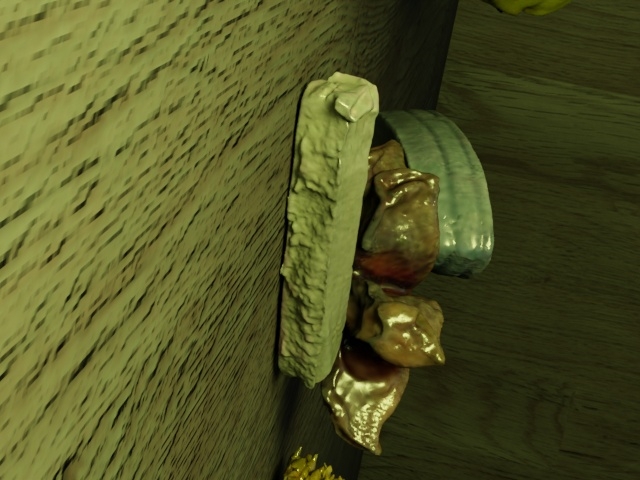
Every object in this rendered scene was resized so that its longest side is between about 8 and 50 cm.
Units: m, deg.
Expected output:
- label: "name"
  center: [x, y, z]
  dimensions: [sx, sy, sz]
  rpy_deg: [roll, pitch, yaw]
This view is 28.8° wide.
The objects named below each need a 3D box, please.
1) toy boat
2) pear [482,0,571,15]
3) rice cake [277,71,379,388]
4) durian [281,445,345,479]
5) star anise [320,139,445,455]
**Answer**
- label: "toy boat"
  center: [0.097, -0.042, 1.151]
  dimensions: [0.283, 0.078, 0.127]
  rpy_deg: [-111, -150, -67]
- label: "pear"
  center: [0.188, -0.341, 1.135]
  dimensions: [0.212, 0.212, 0.269]
  rpy_deg: [-47, 141, -78]
- label: "rice cake"
  center: [0.001, 0.000, 0.836]
  dimensions: [0.055, 0.049, 0.270]
  rpy_deg: [-44, 153, -37]
- label: "durian"
  center: [-0.003, 0.310, 1.090]
  dimensions: [0.183, 0.138, 0.250]
  rpy_deg: [48, 48, -72]
- label: "star anise"
  center: [0.036, 0.037, 0.976]
  dimensions: [0.220, 0.099, 0.214]
  rpy_deg: [-106, -155, -57]
